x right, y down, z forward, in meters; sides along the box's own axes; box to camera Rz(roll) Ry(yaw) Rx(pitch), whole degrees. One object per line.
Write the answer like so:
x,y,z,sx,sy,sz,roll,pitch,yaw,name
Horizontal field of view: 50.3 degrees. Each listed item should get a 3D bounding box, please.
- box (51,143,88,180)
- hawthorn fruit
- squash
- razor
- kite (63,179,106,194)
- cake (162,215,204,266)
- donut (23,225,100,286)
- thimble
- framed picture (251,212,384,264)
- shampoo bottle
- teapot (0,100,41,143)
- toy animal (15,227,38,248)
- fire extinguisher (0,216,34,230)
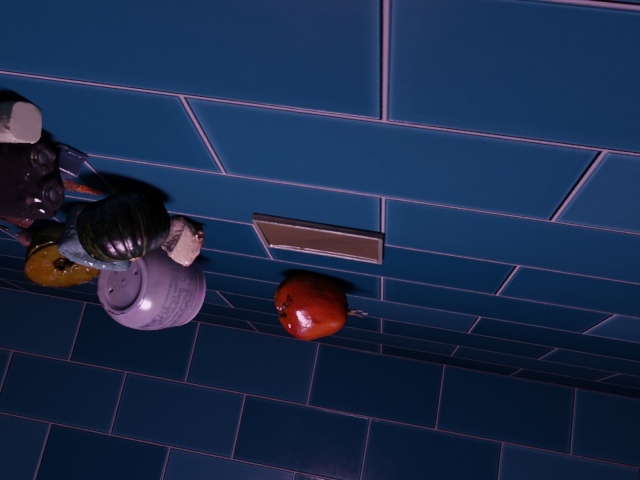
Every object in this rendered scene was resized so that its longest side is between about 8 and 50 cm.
-0.558,-0.166,1.468,0.099,0.054,0.074,-4,160,40,box
0.004,0.212,2.150,0.299,0.211,0.211,4,166,-12,hawthorn fruit
-0.468,-0.035,1.618,0.218,0.218,0.172,-2,121,38,squash
-0.690,-0.140,1.444,0.327,0.189,0.107,6,-152,30,razor
-0.652,-0.146,1.691,0.222,0.008,0.125,6,161,17,kite
-0.399,-0.033,1.848,0.086,0.116,0.220,32,-174,-46,cake
-0.813,0.043,2.170,0.272,0.107,0.272,-12,152,-6,donut
-0.615,-0.007,1.895,0.198,0.143,0.235,13,165,-11,thimble
0.000,0.000,1.730,0.324,0.020,0.240,8,164,8,framed picture
-0.515,0.139,2.094,0.273,0.273,0.266,1,170,30,shampoo bottle
-0.620,-0.222,1.292,0.200,0.077,0.107,4,-178,22,teapot
-0.931,-0.003,2.246,0.150,0.083,0.089,6,119,4,toy animal
-0.891,-0.120,1.720,0.105,0.141,0.341,-34,141,29,fire extinguisher
